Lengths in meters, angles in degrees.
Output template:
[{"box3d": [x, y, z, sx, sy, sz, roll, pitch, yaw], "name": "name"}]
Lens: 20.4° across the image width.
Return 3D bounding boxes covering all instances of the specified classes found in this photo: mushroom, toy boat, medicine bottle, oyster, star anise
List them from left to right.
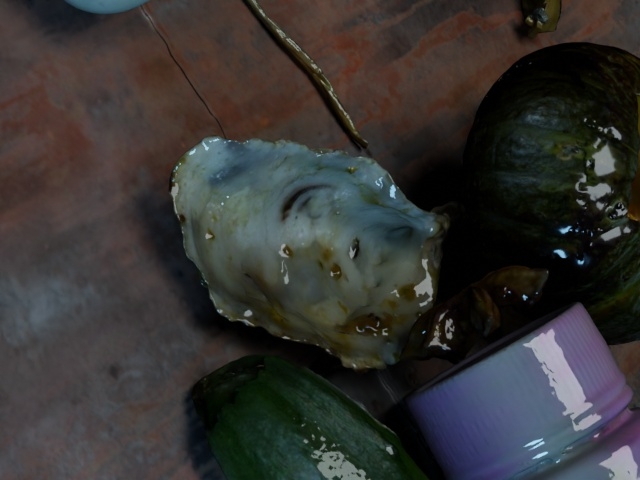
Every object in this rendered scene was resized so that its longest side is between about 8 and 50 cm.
[{"box3d": [-0.037, -0.210, 1.826, 0.286, 0.028, 0.026, 56, -4, -5], "name": "mushroom"}, {"box3d": [0.008, 0.027, 1.677, 0.396, 0.111, 0.204, 13, 74, -44], "name": "oyster"}, {"box3d": [0.146, 0.068, 1.670, 0.057, 0.168, 0.168, 53, 38, 9], "name": "star anise"}, {"box3d": [0.266, -0.305, 2.194, 0.049, 0.047, 0.149, 20, 49, -22], "name": "toy boat"}, {"box3d": [0.254, 0.270, 1.672, 0.219, 0.219, 0.388, -27, 88, -52], "name": "medicine bottle"}]

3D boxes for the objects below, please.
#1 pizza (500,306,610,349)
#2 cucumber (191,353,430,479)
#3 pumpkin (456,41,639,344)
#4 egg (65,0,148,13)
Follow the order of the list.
[{"box3d": [0.257, 0.135, 1.900, 0.185, 0.052, 0.195, 13, 57, -39], "name": "pizza"}, {"box3d": [0.021, 0.232, 1.513, 0.325, 0.145, 0.105, 53, 7, -3], "name": "cucumber"}, {"box3d": [0.280, -0.050, 1.830, 0.320, 0.192, 0.320, 18, 66, -45], "name": "pumpkin"}, {"box3d": [-0.184, -0.293, 1.611, 0.151, 0.151, 0.209, 37, 46, -26], "name": "egg"}]
